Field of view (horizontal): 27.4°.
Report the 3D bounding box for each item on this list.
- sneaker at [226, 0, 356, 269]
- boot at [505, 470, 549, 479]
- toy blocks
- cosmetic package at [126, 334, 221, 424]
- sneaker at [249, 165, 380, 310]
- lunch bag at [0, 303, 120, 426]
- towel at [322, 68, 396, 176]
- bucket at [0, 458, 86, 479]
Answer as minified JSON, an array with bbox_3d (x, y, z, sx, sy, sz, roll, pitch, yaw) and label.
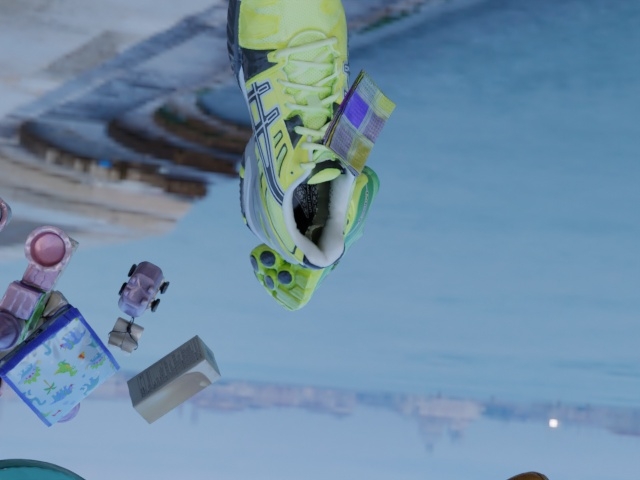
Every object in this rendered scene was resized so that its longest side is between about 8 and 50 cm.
[{"bbox_3d":[-0.011,-0.146,1.455,0.145,0.385,0.147,-18,-146,-22],"label":"sneaker"},{"bbox_3d":[0.115,0.357,1.527,0.211,0.295,0.104,28,-159,-34],"label":"boot"},{"bbox_3d":[-0.410,0.110,1.832,0.309,0.289,0.260,27,178,-5],"label":"toy blocks"},{"bbox_3d":[-0.190,0.180,1.700,0.041,0.115,0.060,53,-173,-34],"label":"cosmetic package"},{"bbox_3d":[0.000,0.000,1.761,0.123,0.109,0.295,-31,170,-36],"label":"sneaker"},{"bbox_3d":[-0.346,0.155,1.699,0.096,0.129,0.151,44,167,19],"label":"lunch bag"},{"bbox_3d":[0.035,-0.104,1.180,0.009,0.083,0.060,12,157,44],"label":"towel"},{"bbox_3d":[-0.313,0.360,1.295,0.281,0.281,0.183,8,152,-29],"label":"bucket"}]
